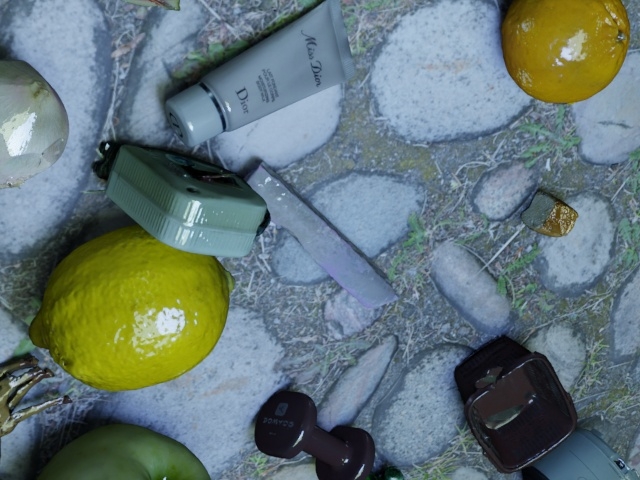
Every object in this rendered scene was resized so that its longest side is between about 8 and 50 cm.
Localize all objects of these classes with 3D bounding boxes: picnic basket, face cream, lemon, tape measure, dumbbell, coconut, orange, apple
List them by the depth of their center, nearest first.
[{"bbox_3d":[-0.414,-0.155,1.215,0.183,0.171,0.171,-18,140,39],"label":"coconut"},{"bbox_3d":[-0.194,-0.071,1.379,0.207,0.235,0.115,5,112,-44],"label":"tape measure"},{"bbox_3d":[-0.285,0.104,1.399,0.320,0.245,0.245,-18,124,-6],"label":"lemon"},{"bbox_3d":[-0.087,-0.246,1.406,0.314,0.089,0.143,-32,128,-20],"label":"face cream"},{"bbox_3d":[0.407,-0.334,1.529,0.219,0.193,0.219,-4,102,-19],"label":"orange"},{"bbox_3d":[-0.337,0.497,1.538,0.357,0.357,0.357,-12,122,-20],"label":"apple"},{"bbox_3d":[-0.009,0.385,1.760,0.225,0.140,0.124,38,61,-37],"label":"dumbbell"},{"bbox_3d":[0.397,0.339,1.940,0.222,0.129,0.297,-35,126,-2],"label":"picnic basket"}]

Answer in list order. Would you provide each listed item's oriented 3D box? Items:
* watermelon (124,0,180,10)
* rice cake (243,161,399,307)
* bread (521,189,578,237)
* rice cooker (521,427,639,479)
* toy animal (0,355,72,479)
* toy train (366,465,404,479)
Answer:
[{"bbox_3d":[-0.275,-0.355,1.253,0.163,0.087,0.069,19,138,-32],"label":"watermelon"},{"bbox_3d":[0.000,-0.001,1.591,0.070,0.064,0.399,-39,127,10],"label":"rice cake"},{"bbox_3d":[0.440,-0.046,1.769,0.070,0.083,0.076,24,101,-25],"label":"bread"},{"bbox_3d":[0.589,0.572,2.103,0.227,0.241,0.280,-36,168,-8],"label":"rice cooker"},{"bbox_3d":[-0.520,0.308,1.517,0.149,0.054,0.275,26,101,-38],"label":"toy animal"},{"bbox_3d":[0.099,0.616,1.958,0.202,0.120,0.301,-5,119,-21],"label":"toy train"}]
